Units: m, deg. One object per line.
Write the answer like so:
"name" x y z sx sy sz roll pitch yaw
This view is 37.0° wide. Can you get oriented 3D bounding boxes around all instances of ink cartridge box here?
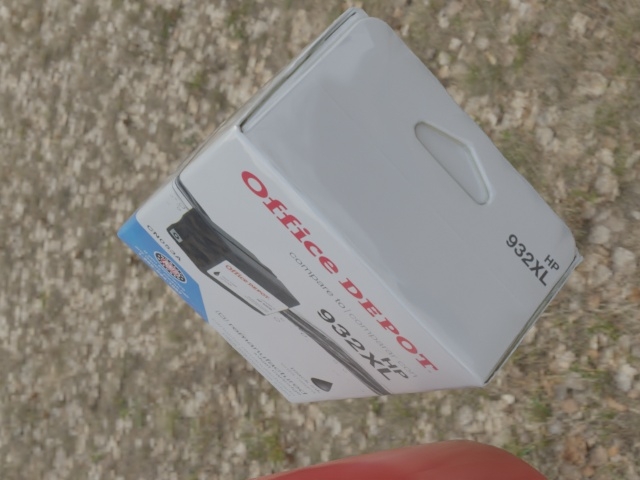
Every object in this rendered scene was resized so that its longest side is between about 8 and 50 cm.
"ink cartridge box" 0.000 0.000 0.710 0.129 0.223 0.307 -48 11 -25

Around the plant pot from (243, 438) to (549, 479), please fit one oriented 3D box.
"plant pot" 0.042 0.258 0.623 0.275 0.243 0.275 12 107 45
